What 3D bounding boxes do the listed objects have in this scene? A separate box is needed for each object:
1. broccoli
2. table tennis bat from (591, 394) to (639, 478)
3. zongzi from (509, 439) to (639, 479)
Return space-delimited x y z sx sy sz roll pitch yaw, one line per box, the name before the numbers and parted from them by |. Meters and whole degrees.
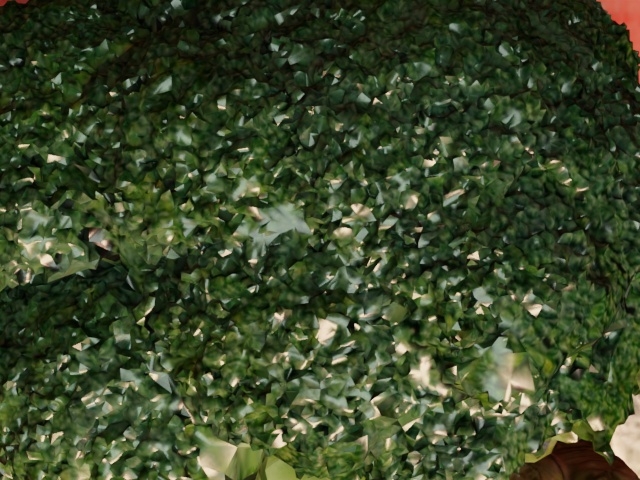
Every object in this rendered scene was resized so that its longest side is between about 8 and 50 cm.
broccoli | 0.000 0.000 0.648 0.294 0.265 0.245 -6 141 -37
table tennis bat | 0.263 0.031 0.787 0.321 0.050 0.198 -30 107 4
zongzi | -0.014 0.210 0.743 0.300 0.145 0.274 0 102 -3
